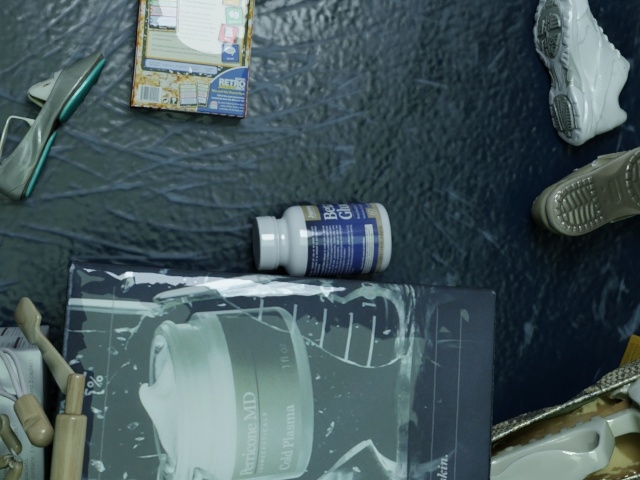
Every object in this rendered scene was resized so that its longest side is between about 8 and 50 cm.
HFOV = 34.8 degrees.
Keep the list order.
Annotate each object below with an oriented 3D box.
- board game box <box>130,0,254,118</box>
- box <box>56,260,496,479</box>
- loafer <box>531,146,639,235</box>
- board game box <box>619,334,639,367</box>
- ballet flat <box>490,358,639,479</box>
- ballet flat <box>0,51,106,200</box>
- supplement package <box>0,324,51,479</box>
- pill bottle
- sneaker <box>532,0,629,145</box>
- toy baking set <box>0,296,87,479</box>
[{"bbox_3d":[-0.161,-0.258,1.301,0.147,0.045,0.193,5,93,-13],"label":"board game box"},{"bbox_3d":[-0.068,0.281,1.194,0.472,0.297,0.479,4,84,-10],"label":"box"},{"bbox_3d":[0.400,-0.074,1.420,0.269,0.092,0.101,-14,99,-27],"label":"loafer"},{"bbox_3d":[0.558,0.304,1.489,0.317,0.064,0.242,21,89,-13],"label":"board game box"},{"bbox_3d":[0.368,0.265,1.334,0.483,0.182,0.164,-22,82,3],"label":"ballet flat"},{"bbox_3d":[-0.343,-0.152,1.255,0.068,0.072,0.213,30,88,-9],"label":"ballet flat"},{"bbox_3d":[-0.452,0.212,1.188,0.263,0.198,0.199,-1,93,-13],"label":"supplement package"},{"bbox_3d":[0.000,0.000,1.329,0.170,0.094,0.094,-3,94,-13],"label":"pill bottle"},{"bbox_3d":[0.367,-0.254,1.408,0.115,0.090,0.232,-16,106,-18],"label":"sneaker"},{"bbox_3d":[-0.297,0.189,1.031,0.030,0.197,0.256,10,87,-46],"label":"toy baking set"}]
